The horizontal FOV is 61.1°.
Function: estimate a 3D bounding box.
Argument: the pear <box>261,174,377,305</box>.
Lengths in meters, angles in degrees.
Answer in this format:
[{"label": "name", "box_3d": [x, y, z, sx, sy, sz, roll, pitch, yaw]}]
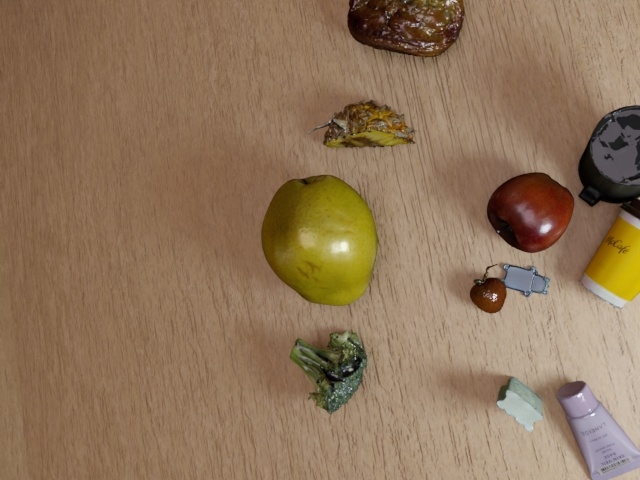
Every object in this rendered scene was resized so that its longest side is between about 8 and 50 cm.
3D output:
[{"label": "pear", "box_3d": [0.000, 0.000, 1.698, 0.362, 0.362, 0.419, -9, 110, 21]}]

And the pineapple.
[{"label": "pineapple", "box_3d": [0.134, -0.395, 1.773, 0.334, 0.158, 0.161, 2, 87, 22]}]

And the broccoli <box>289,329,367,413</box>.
[{"label": "broccoli", "box_3d": [0.023, 0.388, 1.716, 0.243, 0.247, 0.263, 27, 77, 14]}]

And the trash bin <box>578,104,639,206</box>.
[{"label": "trash bin", "box_3d": [0.796, -0.214, 1.422, 0.252, 0.301, 0.203, -47, 72, 12]}]

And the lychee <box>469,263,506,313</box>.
[{"label": "lychee", "box_3d": [0.503, 0.147, 1.617, 0.114, 0.101, 0.140, -14, 80, 38]}]

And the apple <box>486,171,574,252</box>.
[{"label": "apple", "box_3d": [0.593, -0.083, 1.545, 0.233, 0.234, 0.234, -2, 85, 21]}]

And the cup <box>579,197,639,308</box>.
[{"label": "cup", "box_3d": [0.836, 0.034, 1.453, 0.196, 0.196, 0.280, 37, 111, 20]}]

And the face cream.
[{"label": "face cream", "box_3d": [0.763, 0.530, 1.505, 0.154, 0.096, 0.274, -32, 89, 13]}]

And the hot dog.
[{"label": "hot dog", "box_3d": [0.262, -0.732, 1.739, 0.387, 0.174, 0.267, 21, 96, 21]}]

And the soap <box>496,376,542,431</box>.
[{"label": "soap", "box_3d": [0.560, 0.452, 1.522, 0.114, 0.198, 0.063, 39, 101, 17]}]

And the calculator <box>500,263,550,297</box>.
[{"label": "calculator", "box_3d": [0.612, 0.119, 1.623, 0.141, 0.019, 0.094, 15, 92, 20]}]
